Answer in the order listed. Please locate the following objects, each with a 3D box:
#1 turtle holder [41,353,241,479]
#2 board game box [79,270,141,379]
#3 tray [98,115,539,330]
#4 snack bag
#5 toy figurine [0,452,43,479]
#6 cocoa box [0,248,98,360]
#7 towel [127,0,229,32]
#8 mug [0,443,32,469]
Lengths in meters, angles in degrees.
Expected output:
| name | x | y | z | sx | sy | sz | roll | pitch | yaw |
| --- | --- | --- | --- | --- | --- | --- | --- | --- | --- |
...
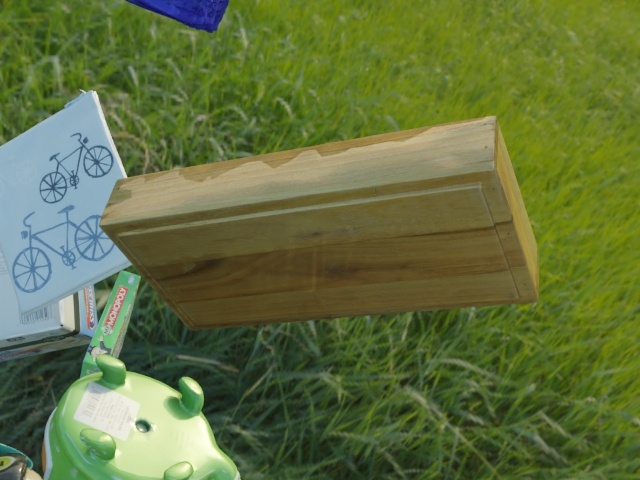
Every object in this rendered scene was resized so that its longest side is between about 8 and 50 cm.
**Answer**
| name | x | y | z | sx | sy | sz | roll | pitch | yaw |
| --- | --- | --- | --- | --- | --- | --- | --- | --- | --- |
| turtle holder | -0.287 | 0.348 | 1.358 | 0.320 | 0.227 | 0.243 | 11 | 35 | -37 |
| board game box | -0.443 | 0.230 | 1.743 | 0.046 | 0.317 | 0.213 | 20 | 52 | -7 |
| tray | 0.000 | 0.000 | 0.880 | 0.411 | 0.203 | 0.076 | -6 | 49 | 23 |
| snack bag | -0.499 | -0.069 | 1.614 | 0.323 | 0.037 | 0.343 | -26 | 80 | 17 |
| toy figurine | -0.239 | 0.278 | 0.612 | 0.148 | 0.213 | 0.209 | 34 | 50 | -20 |
| cocoa box | -0.719 | 0.142 | 1.950 | 0.347 | 0.228 | 0.231 | -12 | 73 | 3 |
| towel | -0.173 | -0.441 | 1.068 | 0.227 | 0.308 | 0.076 | 17 | 14 | -30 |
| mug | -0.643 | 0.471 | 1.665 | 0.129 | 0.157 | 0.097 | 26 | 87 | -34 |
